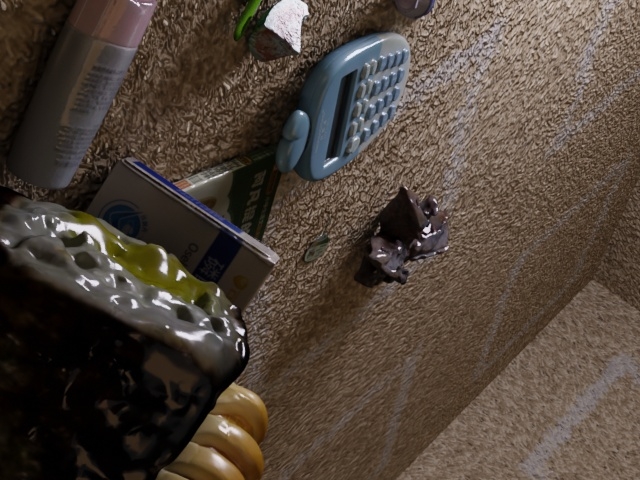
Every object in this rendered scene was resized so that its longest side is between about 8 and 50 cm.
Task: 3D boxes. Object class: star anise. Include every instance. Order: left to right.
[{"bbox_3d":[0.143,0.007,1.813,0.198,0.110,0.257,-54,164,2],"label":"star anise"}]

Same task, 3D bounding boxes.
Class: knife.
[{"bbox_3d":[-0.046,-0.284,1.136,0.166,0.022,0.078,-51,171,-2],"label":"knife"}]

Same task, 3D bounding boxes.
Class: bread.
[{"bbox_3d":[-0.140,0.278,1.102,0.173,0.121,0.311,-53,-172,41],"label":"bread"}]

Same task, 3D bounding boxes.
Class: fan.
[{"bbox_3d":[-0.006,0.007,1.659,0.060,0.003,0.080,-40,155,-30],"label":"fan"}]

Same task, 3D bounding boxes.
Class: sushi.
[{"bbox_3d":[-0.259,0.125,0.961,0.294,0.299,0.281,-54,179,10],"label":"sushi"}]

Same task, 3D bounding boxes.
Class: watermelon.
[{"bbox_3d":[-0.038,-0.232,1.174,0.085,0.061,0.085,-39,168,-9],"label":"watermelon"}]

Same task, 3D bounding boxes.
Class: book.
[{"bbox_3d":[-0.156,-0.005,1.324,0.264,0.027,0.202,-27,145,-46],"label":"book"}]

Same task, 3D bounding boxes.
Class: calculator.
[{"bbox_3d":[0.032,-0.177,1.390,0.302,0.042,0.188,-34,146,-45],"label":"calculator"}]

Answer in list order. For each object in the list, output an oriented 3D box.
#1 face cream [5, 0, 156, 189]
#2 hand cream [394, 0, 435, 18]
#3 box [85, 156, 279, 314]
[{"bbox_3d":[-0.222,-0.144,0.964,0.198,0.057,0.084,-61,157,14],"label":"face cream"},{"bbox_3d":[0.139,-0.329,1.402,0.142,0.053,0.084,-36,153,-57],"label":"hand cream"},{"bbox_3d":[-0.219,0.104,1.134,0.343,0.200,0.065,-56,180,7],"label":"box"}]
